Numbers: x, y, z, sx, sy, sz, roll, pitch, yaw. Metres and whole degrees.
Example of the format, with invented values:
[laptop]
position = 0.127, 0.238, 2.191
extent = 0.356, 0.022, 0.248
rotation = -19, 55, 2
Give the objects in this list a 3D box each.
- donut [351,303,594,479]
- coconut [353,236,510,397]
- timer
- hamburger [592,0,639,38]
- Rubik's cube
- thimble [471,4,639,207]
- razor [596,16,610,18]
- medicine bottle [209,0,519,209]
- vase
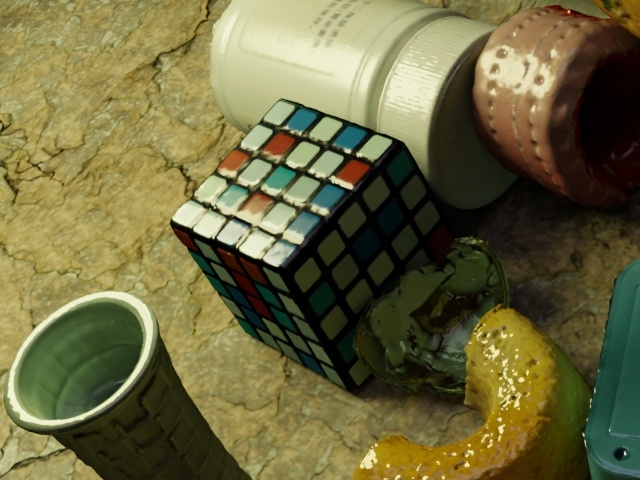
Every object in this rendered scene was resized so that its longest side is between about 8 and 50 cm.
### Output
[donut]
position = 0.153, 0.176, 1.554
extent = 0.152, 0.101, 0.259
rotation = 22, 60, 37
[coconut]
position = 0.107, 0.081, 1.674
extent = 0.158, 0.133, 0.055
rotation = -25, -1, -5
[timer]
position = 0.357, 0.131, 1.500
extent = 0.250, 0.091, 0.231
rotation = 4, 50, 20
[hamburger]
position = 0.445, -0.236, 1.562
extent = 0.445, 0.287, 0.268
rotation = 14, 58, 46
[Rubik's cube]
position = 0.000, 0.000, 1.744
extent = 0.184, 0.187, 0.182
rotation = -46, 42, -18
[thimble]
position = 0.240, -0.132, 1.721
extent = 0.125, 0.189, 0.163
rotation = 23, 68, 42
[razor]
position = 0.308, -0.226, 1.890
extent = 0.191, 0.037, 0.068
rotation = 0, 85, 33
[medicine bottle]
position = 0.058, -0.159, 1.862
extent = 0.332, 0.190, 0.190
rotation = 23, 64, 44
[vase]
position = -0.134, 0.190, 1.550
extent = 0.143, 0.299, 0.143
rotation = -18, 42, 17
